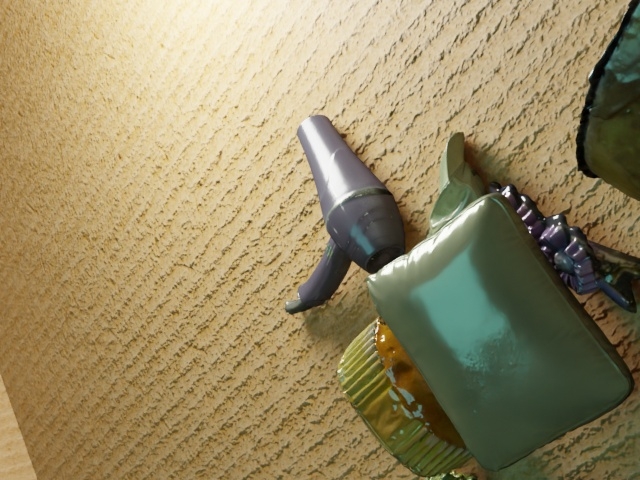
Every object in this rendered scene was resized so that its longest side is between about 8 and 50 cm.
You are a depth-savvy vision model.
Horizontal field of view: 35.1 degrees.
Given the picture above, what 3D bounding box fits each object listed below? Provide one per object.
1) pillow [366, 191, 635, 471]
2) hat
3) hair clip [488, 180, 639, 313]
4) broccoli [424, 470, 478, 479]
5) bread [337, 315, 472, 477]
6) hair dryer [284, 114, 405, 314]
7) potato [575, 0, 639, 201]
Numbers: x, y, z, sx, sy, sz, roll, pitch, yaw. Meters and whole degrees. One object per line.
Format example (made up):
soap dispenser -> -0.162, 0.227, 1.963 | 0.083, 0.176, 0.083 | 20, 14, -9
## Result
pillow -> 0.230, 0.127, 1.355 | 0.255, 0.120, 0.322 | -37, 81, 26
hat -> 0.203, -0.075, 1.496 | 0.122, 0.081, 0.166 | 95, 178, -80
hair clip -> 0.318, -0.004, 1.361 | 0.292, 0.084, 0.106 | 40, 164, 41
broccoli -> 0.208, 0.469, 1.502 | 0.243, 0.263, 0.247 | -20, 115, 24
bread -> 0.152, 0.222, 1.504 | 0.250, 0.179, 0.133 | 54, 132, 20
hair dryer -> 0.000, 0.000, 1.716 | 0.301, 0.121, 0.361 | 63, 141, 34
potato -> 0.475, -0.158, 0.987 | 0.296, 0.290, 0.397 | 42, 104, 32
